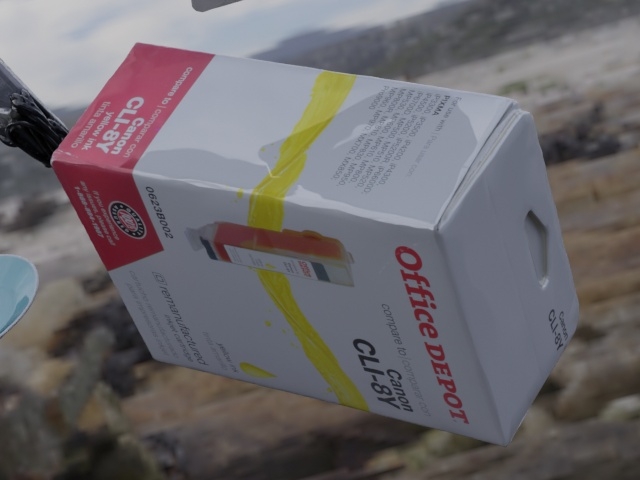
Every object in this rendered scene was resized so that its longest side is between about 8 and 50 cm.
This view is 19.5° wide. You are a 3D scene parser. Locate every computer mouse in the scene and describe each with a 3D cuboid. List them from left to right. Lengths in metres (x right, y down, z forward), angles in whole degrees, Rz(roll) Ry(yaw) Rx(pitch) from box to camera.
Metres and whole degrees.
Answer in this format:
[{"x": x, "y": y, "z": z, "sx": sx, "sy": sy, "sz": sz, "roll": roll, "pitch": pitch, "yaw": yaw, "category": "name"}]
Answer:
[{"x": -0.321, "y": -0.135, "z": 1.819, "sx": 0.072, "sy": 0.272, "sz": 0.188, "roll": -45, "pitch": -34, "yaw": -1, "category": "computer mouse"}]

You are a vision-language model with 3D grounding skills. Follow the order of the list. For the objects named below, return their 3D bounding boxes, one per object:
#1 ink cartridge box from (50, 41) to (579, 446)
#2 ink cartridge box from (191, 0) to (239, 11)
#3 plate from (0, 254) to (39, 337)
[{"x": 0.000, "y": 0.000, "z": 1.608, "sx": 0.385, "sy": 0.279, "sz": 0.160, "roll": 11, "pitch": 51, "yaw": 31, "category": "ink cartridge box"}, {"x": -0.038, "y": -0.341, "z": 1.398, "sx": 0.207, "sy": 0.119, "sz": 0.353, "roll": -17, "pitch": -30, "yaw": -7, "category": "ink cartridge box"}, {"x": -0.358, "y": 0.081, "z": 1.831, "sx": 0.188, "sy": 0.024, "sz": 0.188, "roll": -18, "pitch": 32, "yaw": 12, "category": "plate"}]
